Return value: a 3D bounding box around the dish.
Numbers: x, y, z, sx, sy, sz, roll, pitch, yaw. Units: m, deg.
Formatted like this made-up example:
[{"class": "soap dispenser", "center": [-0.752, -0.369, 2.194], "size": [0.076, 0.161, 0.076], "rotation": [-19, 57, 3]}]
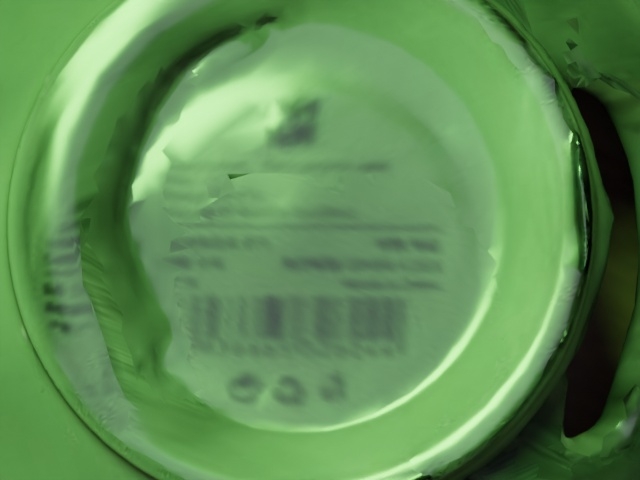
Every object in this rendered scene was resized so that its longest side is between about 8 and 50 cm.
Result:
[{"class": "dish", "center": [0.000, 0.000, 0.471], "size": [0.303, 0.120, 0.303], "rotation": [0, 85, 1]}]
